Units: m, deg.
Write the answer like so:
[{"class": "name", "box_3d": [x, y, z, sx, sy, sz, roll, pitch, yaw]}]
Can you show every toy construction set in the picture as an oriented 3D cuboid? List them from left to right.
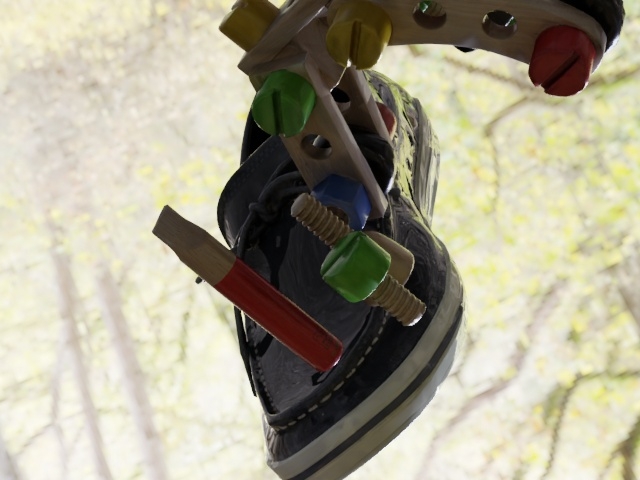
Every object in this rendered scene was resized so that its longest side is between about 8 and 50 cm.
[{"class": "toy construction set", "box_3d": [0.000, -0.114, 0.942, 0.257, 0.237, 0.309, -10, -135, 60]}]

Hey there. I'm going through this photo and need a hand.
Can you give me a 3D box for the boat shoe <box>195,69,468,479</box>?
[{"class": "boat shoe", "box_3d": [0.000, 0.000, 1.191, 0.187, 0.500, 0.156, -39, 112, 23]}]
